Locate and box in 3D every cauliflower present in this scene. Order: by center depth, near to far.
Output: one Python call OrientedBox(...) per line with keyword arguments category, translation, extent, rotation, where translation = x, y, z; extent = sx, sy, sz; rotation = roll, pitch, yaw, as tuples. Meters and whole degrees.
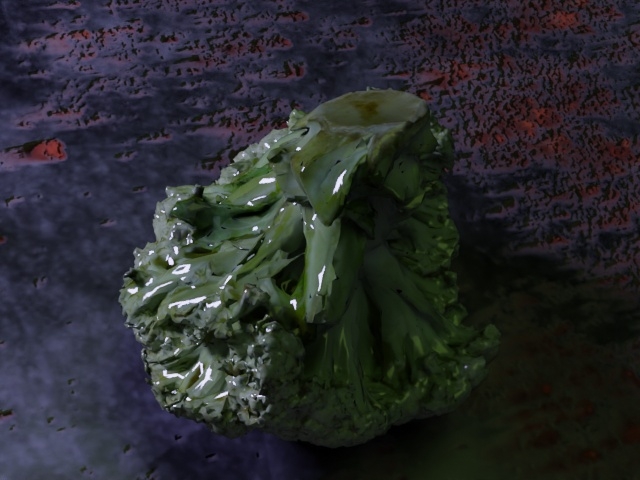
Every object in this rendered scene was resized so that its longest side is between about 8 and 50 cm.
OrientedBox(category="cauliflower", translation=(0.000, 0.000, 0.796), extent=(0.272, 0.250, 0.275), rotation=(-8, 52, -22))
